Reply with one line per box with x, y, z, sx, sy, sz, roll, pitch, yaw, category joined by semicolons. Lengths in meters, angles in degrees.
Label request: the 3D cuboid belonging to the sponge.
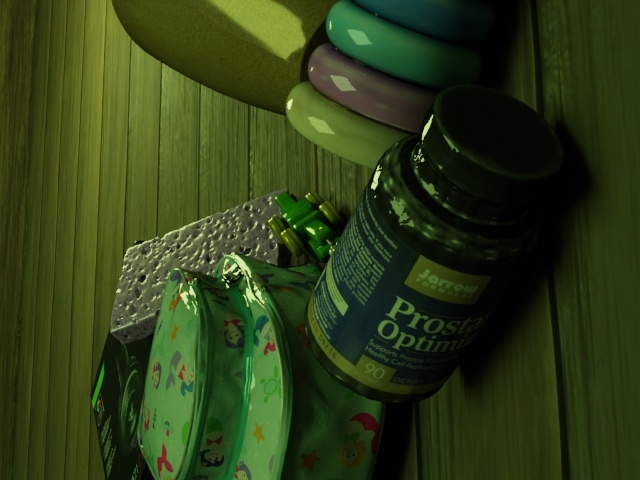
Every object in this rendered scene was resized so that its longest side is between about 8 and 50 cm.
-0.120;0.026;1.240;0.210;0.031;0.117;-20;41;23;sponge

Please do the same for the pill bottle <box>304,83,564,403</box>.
0.078;0.004;0.837;0.123;0.122;0.219;-106;30;-41;pill bottle

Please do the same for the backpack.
-0.049;0.139;1.047;0.253;0.191;0.225;37;118;58;backpack

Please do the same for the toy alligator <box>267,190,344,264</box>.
0.000;0.000;1.127;0.051;0.056;0.189;59;171;-27;toy alligator

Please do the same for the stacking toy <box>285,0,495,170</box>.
0.091;-0.217;0.879;0.330;0.141;0.141;-69;26;17;stacking toy

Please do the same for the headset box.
-0.160;0.170;1.358;0.283;0.131;0.246;-113;37;-51;headset box

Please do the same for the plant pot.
-0.032;-0.211;1.063;0.254;0.237;0.237;45;127;45;plant pot
